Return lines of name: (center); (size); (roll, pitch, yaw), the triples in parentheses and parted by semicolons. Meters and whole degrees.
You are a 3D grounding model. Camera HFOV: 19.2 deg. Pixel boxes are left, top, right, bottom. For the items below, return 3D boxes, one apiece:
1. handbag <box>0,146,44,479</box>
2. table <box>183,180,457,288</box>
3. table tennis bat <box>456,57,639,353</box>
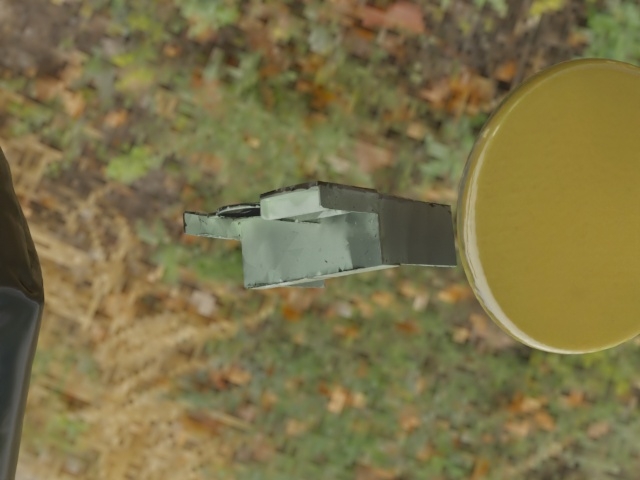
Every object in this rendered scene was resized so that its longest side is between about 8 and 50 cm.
handbag: (-0.234, 0.105, 0.542); (0.275, 0.178, 0.301); (2, 121, -25)
table: (0.000, 0.000, 1.537); (0.146, 0.062, 0.175); (-11, 170, 39)
table tennis bat: (0.226, -0.020, 1.286); (0.321, 0.198, 0.050); (2, -173, -32)
